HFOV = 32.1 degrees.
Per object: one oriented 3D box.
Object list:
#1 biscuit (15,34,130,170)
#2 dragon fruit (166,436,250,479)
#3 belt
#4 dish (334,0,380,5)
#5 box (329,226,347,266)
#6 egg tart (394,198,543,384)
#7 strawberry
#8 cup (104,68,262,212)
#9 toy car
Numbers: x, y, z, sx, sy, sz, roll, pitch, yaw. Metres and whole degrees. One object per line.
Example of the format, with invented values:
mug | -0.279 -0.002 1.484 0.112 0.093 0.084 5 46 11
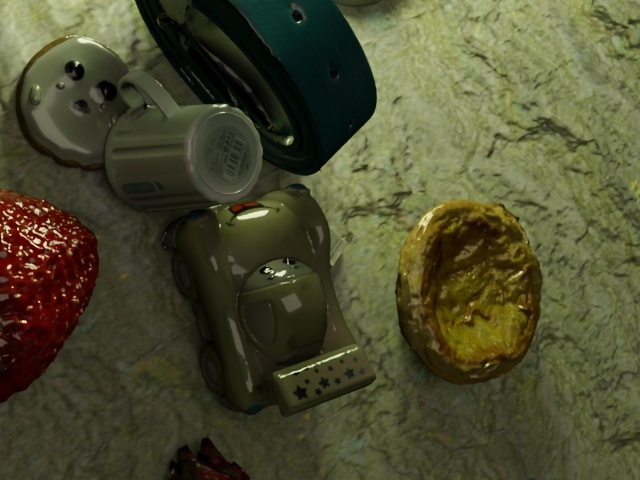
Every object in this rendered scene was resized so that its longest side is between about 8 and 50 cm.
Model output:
biscuit | -0.373 -0.217 1.712 0.181 0.049 0.208 17 78 -27
dragon fruit | -0.170 0.388 1.716 0.142 0.130 0.121 32 104 -22
belt | -0.101 -0.310 1.722 0.436 0.300 0.173 47 65 -15
dish | 0.077 -0.560 1.944 0.273 0.134 0.273 3 84 -27
box | 0.000 0.000 1.897 0.083 0.024 0.054 41 69 -19
egg tart | 0.249 0.092 1.960 0.341 0.129 0.341 4 81 -29
strawberry | -0.447 0.047 1.539 0.312 0.267 0.351 59 38 -4
cup | -0.221 -0.137 1.668 0.221 0.202 0.167 32 69 -39
toy car | -0.073 0.092 1.733 0.242 0.226 0.336 -16 93 -28
